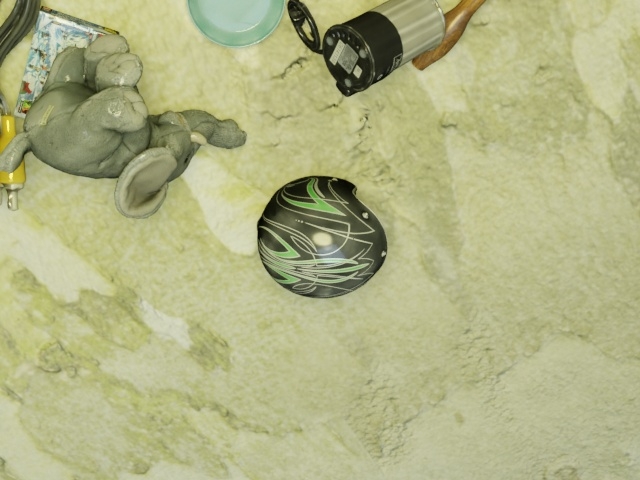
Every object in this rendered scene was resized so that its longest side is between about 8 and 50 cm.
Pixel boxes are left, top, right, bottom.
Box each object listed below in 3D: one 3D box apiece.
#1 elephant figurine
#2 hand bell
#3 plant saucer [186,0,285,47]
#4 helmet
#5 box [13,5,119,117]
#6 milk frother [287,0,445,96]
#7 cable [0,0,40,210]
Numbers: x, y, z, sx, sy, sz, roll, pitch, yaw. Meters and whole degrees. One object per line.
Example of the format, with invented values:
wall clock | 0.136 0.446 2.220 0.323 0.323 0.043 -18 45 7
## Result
elephant figurine | -0.221 -0.112 0.959 0.186 0.169 0.239 -10 149 18
hand bell | 0.197 -0.306 0.995 0.126 0.126 0.242 26 123 -25
plant saucer | -0.102 -0.294 0.968 0.119 0.021 0.119 -6 122 -9
helmet | 0.000 0.000 1.082 0.169 0.161 0.169 -6 121 -9
box | -0.308 -0.203 0.972 0.094 0.027 0.137 16 116 -20
milk frother | 0.051 -0.263 0.983 0.135 0.129 0.143 -35 95 -32
cable | -0.395 -0.184 0.954 0.139 0.072 0.287 19 101 22
